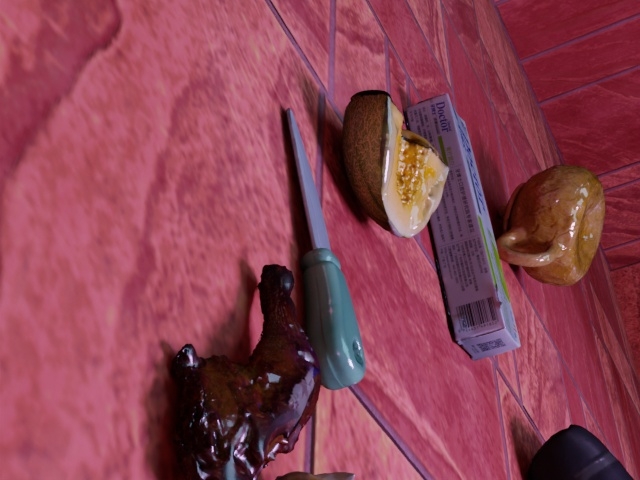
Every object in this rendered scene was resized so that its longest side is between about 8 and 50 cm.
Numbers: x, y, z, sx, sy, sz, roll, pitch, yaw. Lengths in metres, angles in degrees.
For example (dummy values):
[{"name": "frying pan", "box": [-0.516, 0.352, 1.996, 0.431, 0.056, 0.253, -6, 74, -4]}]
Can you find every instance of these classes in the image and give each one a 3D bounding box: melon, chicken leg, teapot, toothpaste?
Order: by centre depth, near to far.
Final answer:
[{"name": "chicken leg", "box": [-0.037, 0.082, 0.550, 0.093, 0.053, 0.205, 53, 18, -5]}, {"name": "melon", "box": [0.059, -0.068, 0.905, 0.160, 0.079, 0.128, 40, 55, -56]}, {"name": "toothpaste", "box": [0.174, -0.024, 1.166, 0.081, 0.067, 0.336, 44, 33, -56]}, {"name": "teapot", "box": [0.371, -0.028, 1.573, 0.311, 0.167, 0.203, -37, 133, -49]}]

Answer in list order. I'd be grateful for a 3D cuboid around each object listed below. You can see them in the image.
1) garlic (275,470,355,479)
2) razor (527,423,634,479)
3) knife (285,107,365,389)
[{"name": "garlic", "box": [-0.016, 0.198, 0.466, 0.128, 0.090, 0.198, 57, 26, 7]}, {"name": "razor", "box": [0.395, 0.398, 1.155, 0.349, 0.113, 0.204, 59, 9, 29]}, {"name": "knife", "box": [0.001, 0.001, 0.746, 0.063, 0.035, 0.260, 52, 23, -50]}]
